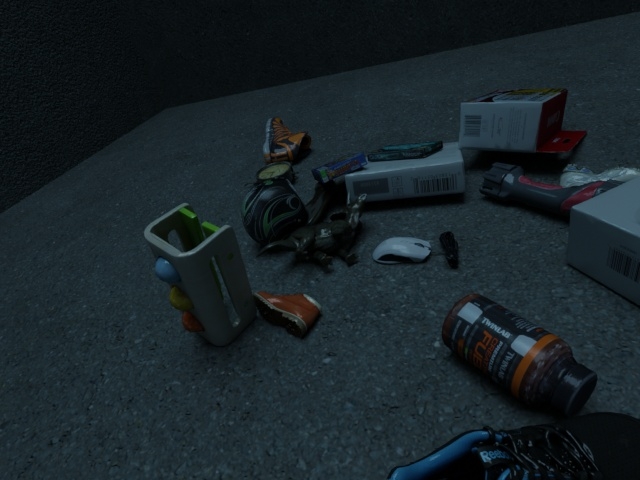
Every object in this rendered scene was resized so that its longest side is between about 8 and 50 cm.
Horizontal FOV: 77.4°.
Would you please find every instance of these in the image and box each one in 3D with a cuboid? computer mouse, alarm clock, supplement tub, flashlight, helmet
[{"bbox_3d":[0.209,0.018,0.896,0.193,0.042,0.106,-3,37,20],"label":"computer mouse"},{"bbox_3d":[-0.174,-0.215,1.388,0.192,0.064,0.129,-18,33,-6],"label":"alarm clock"},{"bbox_3d":[0.286,0.165,0.590,0.106,0.106,0.198,-31,35,-20],"label":"supplement tub"},{"bbox_3d":[0.520,-0.114,0.900,0.103,0.103,0.304,-4,24,-31],"label":"flashlight"},{"bbox_3d":[-0.129,-0.071,1.054,0.162,0.169,0.169,-32,35,-7],"label":"helmet"}]

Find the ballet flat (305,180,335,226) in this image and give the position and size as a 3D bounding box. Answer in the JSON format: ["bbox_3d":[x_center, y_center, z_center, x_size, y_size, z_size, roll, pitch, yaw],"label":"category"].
[{"bbox_3d":[-0.008,-0.097,1.157,0.084,0.058,0.249,-12,35,31],"label":"ballet flat"}]

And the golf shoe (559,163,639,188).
[{"bbox_3d":[0.639,-0.120,0.903,0.176,0.069,0.086,10,62,39],"label":"golf shoe"}]

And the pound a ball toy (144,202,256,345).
[{"bbox_3d":[-0.262,0.083,0.808,0.208,0.319,0.136,26,51,27],"label":"pound a ball toy"}]

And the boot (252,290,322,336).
[{"bbox_3d":[-0.072,0.137,0.841,0.158,0.059,0.085,21,46,32],"label":"boot"}]

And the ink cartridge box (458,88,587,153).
[{"bbox_3d":[0.580,-0.343,1.120,0.272,0.129,0.310,14,31,36],"label":"ink cartridge box"}]

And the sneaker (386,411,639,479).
[{"bbox_3d":[0.229,0.267,0.436,0.341,0.139,0.125,-19,30,-6],"label":"sneaker"}]

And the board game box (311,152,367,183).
[{"bbox_3d":[0.049,-0.216,1.177,0.136,0.035,0.201,-23,14,-1],"label":"board game box"}]

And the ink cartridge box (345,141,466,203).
[{"bbox_3d":[0.266,-0.214,1.206,0.309,0.091,0.385,-5,18,19],"label":"ink cartridge box"}]

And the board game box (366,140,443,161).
[{"bbox_3d":[0.249,-0.266,1.185,0.186,0.026,0.126,5,24,40],"label":"board game box"}]

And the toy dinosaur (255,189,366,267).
[{"bbox_3d":[0.000,0.000,0.981,0.314,0.120,0.160,-26,22,-5],"label":"toy dinosaur"}]

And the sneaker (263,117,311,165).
[{"bbox_3d":[-0.125,-0.403,1.612,0.180,0.124,0.321,-9,45,5],"label":"sneaker"}]

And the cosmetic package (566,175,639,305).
[{"bbox_3d":[0.594,-0.001,0.664,0.225,0.138,0.224,-24,34,-8],"label":"cosmetic package"}]
